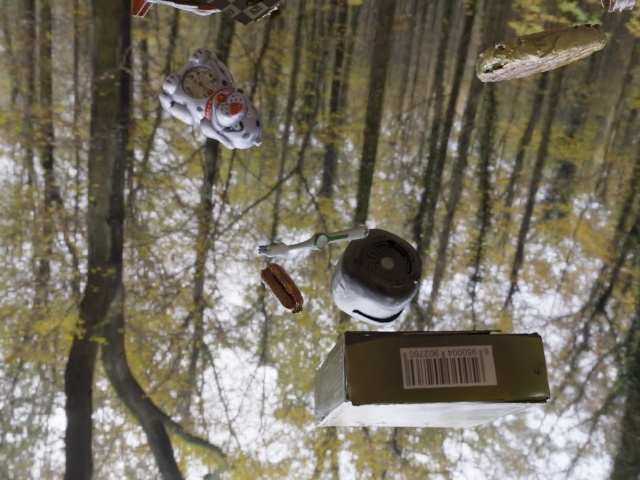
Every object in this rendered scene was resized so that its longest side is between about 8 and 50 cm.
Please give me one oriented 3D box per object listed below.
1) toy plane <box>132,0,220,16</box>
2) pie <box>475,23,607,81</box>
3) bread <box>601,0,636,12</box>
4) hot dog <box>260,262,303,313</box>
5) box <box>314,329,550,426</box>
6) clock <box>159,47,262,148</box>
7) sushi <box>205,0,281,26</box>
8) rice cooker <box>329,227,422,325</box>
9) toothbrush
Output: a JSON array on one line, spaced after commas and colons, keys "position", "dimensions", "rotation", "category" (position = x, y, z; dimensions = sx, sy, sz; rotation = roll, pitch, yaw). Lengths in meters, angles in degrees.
[{"position": [-0.433, -0.734, 2.048], "dimensions": [0.326, 0.104, 0.223], "rotation": [1, -166, 7], "category": "toy plane"}, {"position": [0.551, -0.474, 1.719], "dimensions": [0.339, 0.083, 0.339], "rotation": [-14, -176, 1], "category": "pie"}, {"position": [0.924, -0.792, 2.100], "dimensions": [0.073, 0.160, 0.160], "rotation": [-8, -161, 6], "category": "bread"}, {"position": [-0.067, 0.087, 1.223], "dimensions": [0.122, 0.049, 0.037], "rotation": [51, -171, 34], "category": "hot dog"}, {"position": [0.195, 0.289, 1.364], "dimensions": [0.373, 0.138, 0.420], "rotation": [1, 159, -8], "category": "box"}, {"position": [-0.243, -0.320, 1.648], "dimensions": [0.254, 0.189, 0.189], "rotation": [42, -150, 13], "category": "clock"}, {"position": [-0.142, -0.539, 1.473], "dimensions": [0.192, 0.050, 0.215], "rotation": [-43, -123, -13], "category": "sushi"}, {"position": [0.166, 0.104, 1.979], "dimensions": [0.267, 0.224, 0.267], "rotation": [9, -120, -17], "category": "rice cooker"}, {"position": [0.004, 0.001, 1.645], "dimensions": [0.040, 0.042, 0.418], "rotation": [9, -168, 38], "category": "toothbrush"}]
